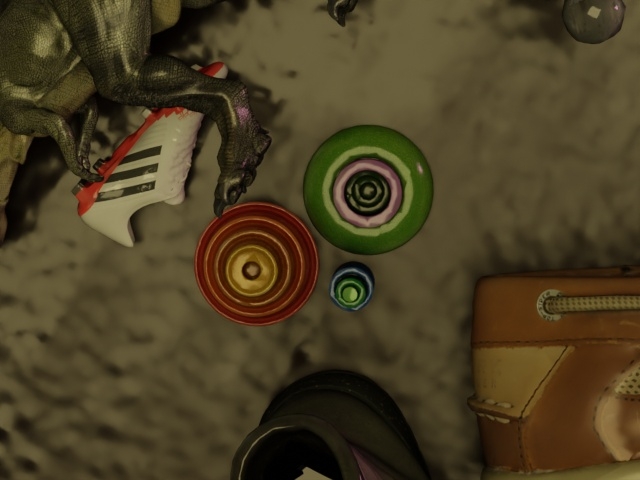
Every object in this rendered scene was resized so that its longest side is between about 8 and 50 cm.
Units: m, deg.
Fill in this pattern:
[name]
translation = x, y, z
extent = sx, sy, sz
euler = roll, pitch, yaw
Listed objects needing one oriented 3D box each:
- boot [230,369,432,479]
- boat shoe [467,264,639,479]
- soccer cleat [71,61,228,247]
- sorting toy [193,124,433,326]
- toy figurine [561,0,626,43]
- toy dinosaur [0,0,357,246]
[boot]
translation = 0.042, 0.161, 0.589
extent = 0.083, 0.161, 0.246
euler = -33, 93, 5
[boat shoe]
translation = 0.207, 0.027, 0.594
extent = 0.324, 0.122, 0.119
euler = -13, 89, 3
[soccer cleat]
translation = -0.060, -0.033, 0.645
extent = 0.035, 0.029, 0.083
euler = 42, 99, -10
[sorting toy]
translation = 0.000, 0.000, 0.637
extent = 0.102, 0.042, 0.061
euler = -35, 93, 4
[toy figurine]
translation = 0.174, -0.137, 0.564
extent = 0.213, 0.148, 0.209
euler = 35, 95, -1
[toy dinosaur]
translation = -0.054, -0.085, 0.585
extent = 0.118, 0.064, 0.268
euler = 31, 105, 3
